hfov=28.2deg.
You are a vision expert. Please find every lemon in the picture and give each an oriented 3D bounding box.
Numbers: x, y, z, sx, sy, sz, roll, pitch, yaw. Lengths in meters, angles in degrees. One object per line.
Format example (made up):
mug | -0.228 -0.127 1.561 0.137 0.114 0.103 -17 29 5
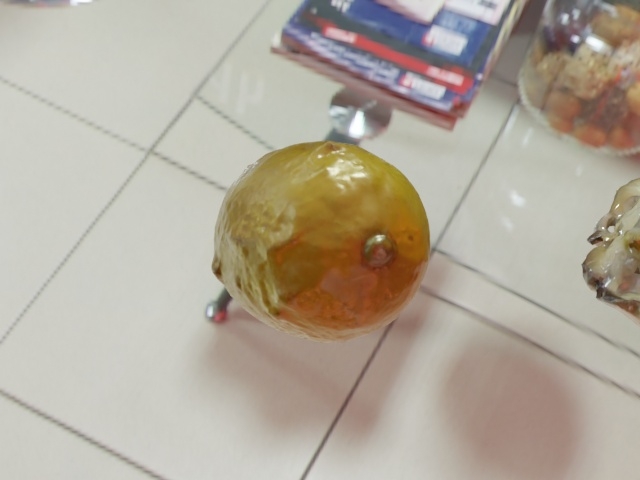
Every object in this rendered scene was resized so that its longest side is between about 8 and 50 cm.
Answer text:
lemon | 0.000 0.000 1.416 0.234 0.233 0.288 -24 20 -24

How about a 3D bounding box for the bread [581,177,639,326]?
bread | 0.462 0.007 1.094 0.394 0.361 0.250 41 15 -20
